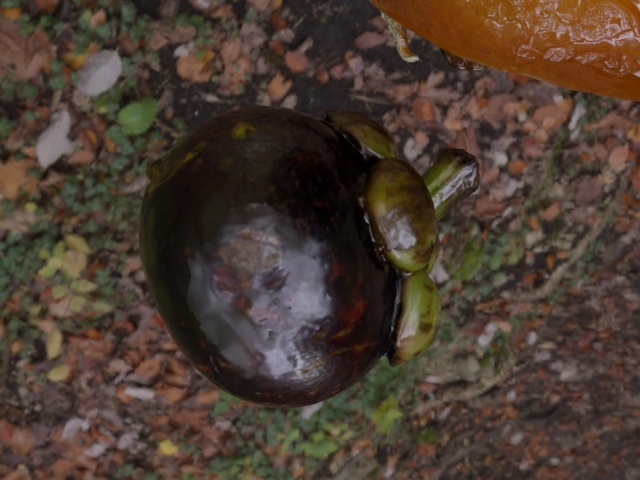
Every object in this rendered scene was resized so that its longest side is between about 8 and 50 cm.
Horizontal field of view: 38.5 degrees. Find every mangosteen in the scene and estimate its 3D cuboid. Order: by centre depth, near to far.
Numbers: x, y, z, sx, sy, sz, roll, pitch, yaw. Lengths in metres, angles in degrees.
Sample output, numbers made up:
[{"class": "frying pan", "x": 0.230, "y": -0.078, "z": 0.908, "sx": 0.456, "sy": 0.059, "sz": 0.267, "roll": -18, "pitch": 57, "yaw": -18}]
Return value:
[{"class": "mangosteen", "x": 0.000, "y": 0.000, "z": 0.575, "sx": 0.217, "sy": 0.192, "sz": 0.192, "roll": -20, "pitch": 131, "yaw": 9}]

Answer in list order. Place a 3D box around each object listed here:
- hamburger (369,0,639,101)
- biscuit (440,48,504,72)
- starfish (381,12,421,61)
[{"class": "hamburger", "x": 0.153, "y": -0.228, "z": 0.381, "sx": 0.330, "sy": 0.330, "sz": 0.250, "roll": 8, "pitch": 131, "yaw": 6}, {"class": "biscuit", "x": 0.213, "y": -0.225, "z": 0.660, "sx": 0.232, "sy": 0.237, "sz": 0.013, "roll": 16, "pitch": 179, "yaw": 34}, {"class": "starfish", "x": 0.056, "y": -0.322, "z": 0.966, "sx": 0.050, "sy": 0.138, "sz": 0.247, "roll": -14, "pitch": 125, "yaw": 21}]
